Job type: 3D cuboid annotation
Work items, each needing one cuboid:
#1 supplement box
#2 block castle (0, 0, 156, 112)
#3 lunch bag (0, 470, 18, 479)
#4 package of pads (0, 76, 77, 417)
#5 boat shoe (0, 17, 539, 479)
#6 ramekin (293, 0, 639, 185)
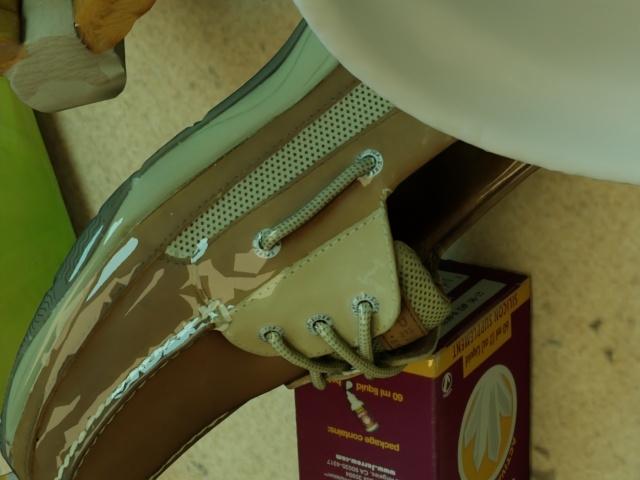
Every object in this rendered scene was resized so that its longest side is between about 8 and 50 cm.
[{"bbox_3d":[0.049,0.114,0.718,0.080,0.104,0.188,11,115,31],"label":"supplement box"},{"bbox_3d":[-0.117,-0.286,0.539,0.453,0.303,0.213,-46,39,39],"label":"block castle"},{"bbox_3d":[-0.160,0.179,0.919,0.071,0.053,0.083,-18,89,35],"label":"lunch bag"},{"bbox_3d":[-0.252,-0.026,0.781,0.101,0.229,0.297,-7,106,38],"label":"package of pads"},{"bbox_3d":[0.000,0.000,0.605,0.120,0.122,0.324,42,93,25],"label":"boat shoe"},{"bbox_3d":[0.132,-0.133,0.452,0.277,0.277,0.135,-9,61,36],"label":"ramekin"}]
